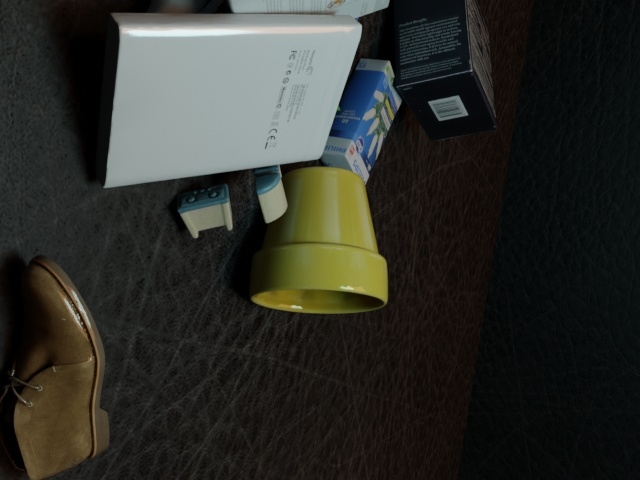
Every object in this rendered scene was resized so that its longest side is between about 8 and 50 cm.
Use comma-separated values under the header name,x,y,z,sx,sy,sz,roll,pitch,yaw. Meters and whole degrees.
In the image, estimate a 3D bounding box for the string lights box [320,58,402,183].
name,x,y,z,sx,sy,sz,roll,pitch,yaw
string lights box,0.088,-0.254,1.507,0.260,0.076,0.133,-66,150,-22

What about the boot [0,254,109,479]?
name,x,y,z,sx,sy,sz,roll,pitch,yaw
boot,-0.342,0.169,0.855,0.115,0.112,0.305,-25,125,-44

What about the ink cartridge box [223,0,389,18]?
name,x,y,z,sx,sy,sz,roll,pitch,yaw
ink cartridge box,-0.014,-0.354,0.911,0.275,0.238,0.060,104,-36,-82

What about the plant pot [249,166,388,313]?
name,x,y,z,sx,sy,sz,roll,pitch,yaw
plant pot,0.000,0.000,1.288,0.254,0.253,0.239,30,59,-61

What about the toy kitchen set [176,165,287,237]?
name,x,y,z,sx,sy,sz,roll,pitch,yaw
toy kitchen set,-0.153,-0.126,1.129,0.207,0.166,0.122,-103,180,-51

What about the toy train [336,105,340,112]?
name,x,y,z,sx,sy,sz,roll,pitch,yaw
toy train,0.017,-0.280,1.421,0.083,0.017,0.024,0,72,-62

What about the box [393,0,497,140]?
name,x,y,z,sx,sy,sz,roll,pitch,yaw
box,0.299,-0.440,1.647,0.296,0.182,0.294,37,50,-60

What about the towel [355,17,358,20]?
name,x,y,z,sx,sy,sz,roll,pitch,yaw
towel,0.006,-0.318,1.191,0.209,0.034,0.285,-66,-168,-24

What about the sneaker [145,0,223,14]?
name,x,y,z,sx,sy,sz,roll,pitch,yaw
sneaker,-0.192,-0.354,0.962,0.095,0.090,0.235,60,44,-35

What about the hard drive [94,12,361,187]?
name,x,y,z,sx,sy,sz,roll,pitch,yaw
hard drive,-0.123,-0.195,0.945,0.353,0.047,0.233,-13,139,-35
